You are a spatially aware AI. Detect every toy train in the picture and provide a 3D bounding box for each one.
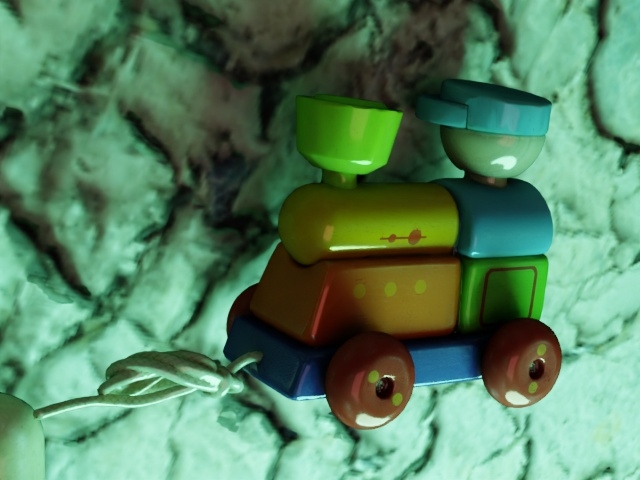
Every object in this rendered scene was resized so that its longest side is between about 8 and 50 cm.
[{"bbox_3d":[0.000,0.000,0.546,0.248,0.105,0.143,-2,104,-34],"label":"toy train"}]

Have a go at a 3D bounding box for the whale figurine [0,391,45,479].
[{"bbox_3d":[-0.205,0.134,0.509,0.216,0.141,0.272,-42,103,-9],"label":"whale figurine"}]
